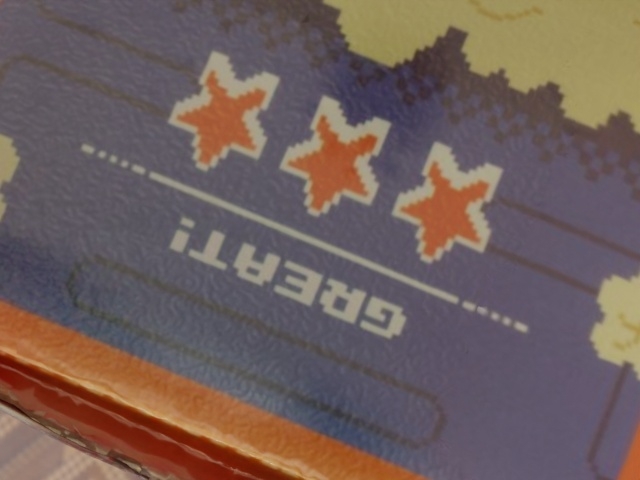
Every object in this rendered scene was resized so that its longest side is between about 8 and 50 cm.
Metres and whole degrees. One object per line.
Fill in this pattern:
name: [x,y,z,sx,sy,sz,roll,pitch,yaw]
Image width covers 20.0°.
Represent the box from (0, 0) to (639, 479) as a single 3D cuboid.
box: [0.000,0.000,0.807,0.318,0.349,0.257,24,81,1]
